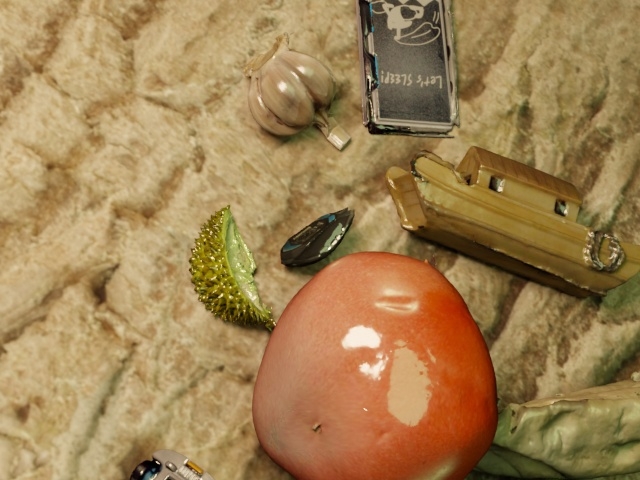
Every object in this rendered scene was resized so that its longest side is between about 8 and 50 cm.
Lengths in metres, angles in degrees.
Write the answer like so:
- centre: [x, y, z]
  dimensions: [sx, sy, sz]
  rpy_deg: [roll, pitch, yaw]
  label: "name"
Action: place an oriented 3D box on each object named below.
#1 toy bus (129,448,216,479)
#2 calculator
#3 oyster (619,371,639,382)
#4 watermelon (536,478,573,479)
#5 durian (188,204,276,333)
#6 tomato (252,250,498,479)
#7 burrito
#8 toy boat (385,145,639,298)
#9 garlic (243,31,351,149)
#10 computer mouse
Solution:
- centre: [-0.215, 0.388, 1.532]
  dimensions: [0.126, 0.136, 0.209]
  rpy_deg: [31, 66, 24]
  label: "toy bus"
- centre: [0.138, -0.298, 1.890]
  dimensions: [0.165, 0.028, 0.274]
  rpy_deg: [2, 77, -20]
  label: "calculator"
- centre: [0.513, 0.295, 1.839]
  dimensions: [0.106, 0.061, 0.200]
  rpy_deg: [4, 63, -29]
  label: "oyster"
- centre: [0.320, 0.454, 1.630]
  dimensions: [0.269, 0.269, 0.269]
  rpy_deg: [5, 74, -17]
  label: "watermelon"
- centre: [-0.121, 0.053, 1.689]
  dimensions: [0.100, 0.086, 0.215]
  rpy_deg: [-13, 78, -34]
  label: "durian"
- centre: [0.064, 0.185, 1.561]
  dimensions: [0.272, 0.341, 0.341]
  rpy_deg: [-16, 81, -41]
  label: "tomato"
- centre: [0.336, 0.277, 1.719]
  dimensions: [0.331, 0.190, 0.135]
  rpy_deg: [-2, 88, -15]
  label: "burrito"
- centre: [0.308, -0.033, 1.826]
  dimensions: [0.445, 0.136, 0.162]
  rpy_deg: [21, 74, -16]
  label: "toy boat"
- centre: [-0.028, -0.199, 1.773]
  dimensions: [0.131, 0.127, 0.194]
  rpy_deg: [-34, 118, 7]
  label: "garlic"
- centre: [0.000, 0.000, 1.741]
  dimensions: [0.135, 0.079, 0.047]
  rpy_deg: [-39, 109, -15]
  label: "computer mouse"
